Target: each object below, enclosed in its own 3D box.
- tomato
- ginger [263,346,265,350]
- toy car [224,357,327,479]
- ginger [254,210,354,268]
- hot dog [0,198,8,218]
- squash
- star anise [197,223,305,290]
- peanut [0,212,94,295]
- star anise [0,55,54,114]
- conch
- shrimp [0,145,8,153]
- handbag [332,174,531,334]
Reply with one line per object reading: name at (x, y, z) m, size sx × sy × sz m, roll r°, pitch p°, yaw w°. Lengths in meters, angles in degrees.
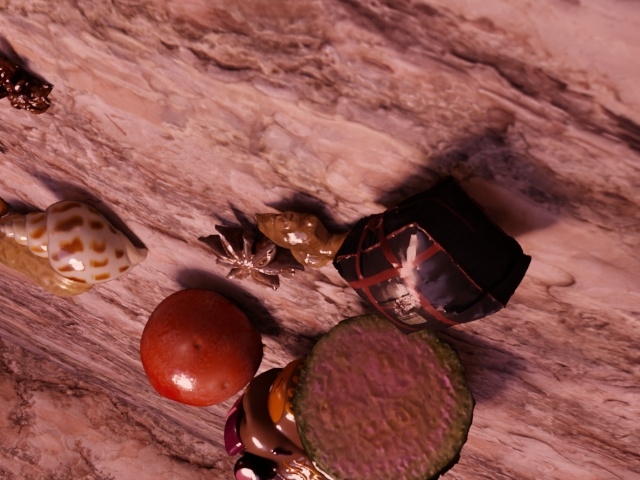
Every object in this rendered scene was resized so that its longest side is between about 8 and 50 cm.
tomato at (-0.267, 0.237, 1.319) m, size 0.264 × 0.265 × 0.265 m, roll 20°, pitch 148°, yaw 13°
ginger at (-0.232, 0.259, 1.511) m, size 0.193 × 0.053 × 0.176 m, roll -8°, pitch 128°, yaw 44°
toy car at (-0.022, 0.411, 1.279) m, size 0.340 × 0.271 × 0.240 m, roll 41°, pitch 120°, yaw -3°
ginger at (0.000, -0.005, 0.929) m, size 0.214 × 0.059 × 0.133 m, roll -3°, pitch 141°, yaw 44°
hot dog at (-0.828, -0.099, 1.454) m, size 0.089 × 0.060 × 0.140 m, roll -11°, pitch 128°, yaw 41°
squash at (0.126, 0.319, 1.143) m, size 0.310 × 0.311 × 0.309 m, roll 19°, pitch 164°, yaw 16°
star anise at (-0.114, 0.028, 1.071) m, size 0.182 × 0.065 × 0.195 m, roll 4°, pitch 143°, yaw 28°
peanut at (-0.666, 0.025, 1.436) m, size 0.325 × 0.140 × 0.153 m, roll 24°, pitch -168°, yaw 20°
star anise at (-0.505, -0.258, 0.942) m, size 0.097 × 0.070 × 0.191 m, roll 19°, pitch 162°, yaw 35°
conch at (-0.513, 0.005, 1.266) m, size 0.274 × 0.149 × 0.182 m, roll 35°, pitch 144°, yaw -16°
shrimp at (-0.675, -0.200, 1.212) m, size 0.092 × 0.029 × 0.038 m, roll 41°, pitch 146°, yaw -28°
handbag at (0.132, 0.025, 0.774) m, size 0.169 × 0.155 × 0.215 m, roll 45°, pitch 147°, yaw -10°
